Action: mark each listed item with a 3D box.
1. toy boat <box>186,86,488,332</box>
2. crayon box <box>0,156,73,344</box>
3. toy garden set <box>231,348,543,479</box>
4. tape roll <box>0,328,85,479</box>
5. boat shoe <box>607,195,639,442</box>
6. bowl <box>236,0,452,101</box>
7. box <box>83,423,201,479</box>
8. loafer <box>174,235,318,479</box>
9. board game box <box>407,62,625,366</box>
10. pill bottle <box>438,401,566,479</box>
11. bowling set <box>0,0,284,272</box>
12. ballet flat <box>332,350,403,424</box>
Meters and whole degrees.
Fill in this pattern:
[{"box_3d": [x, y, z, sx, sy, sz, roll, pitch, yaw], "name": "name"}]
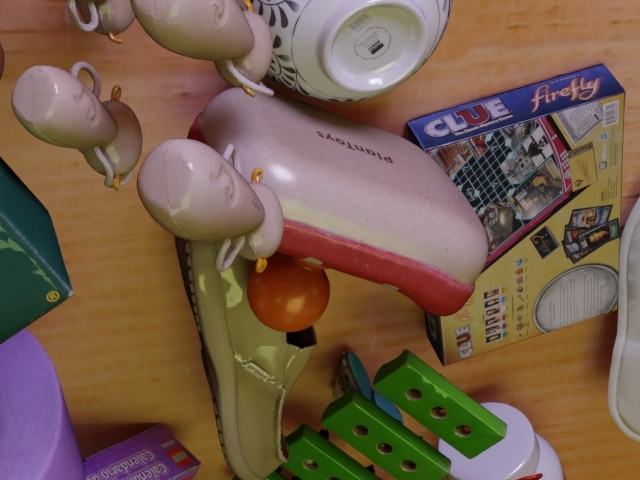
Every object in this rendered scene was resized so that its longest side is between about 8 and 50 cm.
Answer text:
[{"box_3d": [0.000, 0.000, 1.105, 0.231, 0.151, 0.151, 19, 116, -23], "name": "toy boat"}, {"box_3d": [-0.375, 0.006, 0.844, 0.363, 0.106, 0.313, -34, 127, 4], "name": "crayon box"}, {"box_3d": [0.074, 0.201, 1.340, 0.204, 0.049, 0.244, 38, 130, -16], "name": "toy garden set"}, {"box_3d": [-0.302, 0.161, 1.061, 0.275, 0.275, 0.090, -16, 133, -10], "name": "tape roll"}, {"box_3d": [0.324, 0.033, 1.365, 0.099, 0.116, 0.319, -42, 146, -48], "name": "boat shoe"}, {"box_3d": [0.026, -0.152, 1.060, 0.170, 0.080, 0.170, -13, 133, -14], "name": "bowl"}, {"box_3d": [-0.233, 0.298, 1.301, 0.201, 0.057, 0.293, -21, 146, -54], "name": "box"}, {"box_3d": [-0.048, 0.088, 1.227, 0.092, 0.102, 0.268, -13, 133, -4], "name": "loafer"}, {"box_3d": [0.160, -0.015, 1.266, 0.165, 0.042, 0.243, -17, 134, -9], "name": "board game box"}, {"box_3d": [0.173, 0.244, 1.451, 0.118, 0.117, 0.208, -25, 135, -1], "name": "pill bottle"}, {"box_3d": [-0.129, -0.124, 0.959, 0.200, 0.287, 0.154, -1, 170, 19], "name": "bowling set"}, {"box_3d": [0.033, 0.137, 1.352, 0.041, 0.041, 0.114, -32, 133, 6], "name": "ballet flat"}]
